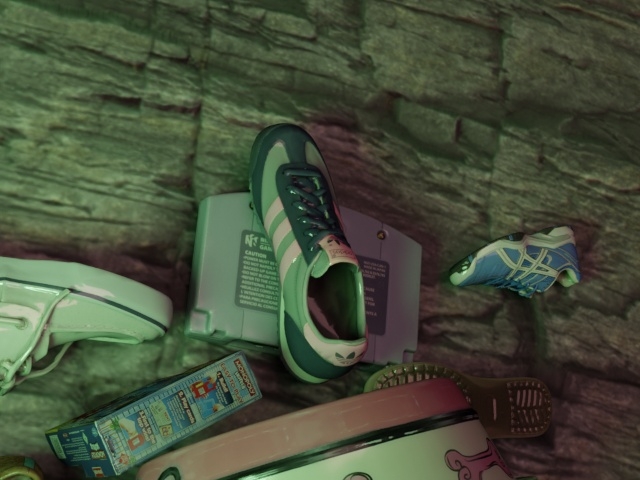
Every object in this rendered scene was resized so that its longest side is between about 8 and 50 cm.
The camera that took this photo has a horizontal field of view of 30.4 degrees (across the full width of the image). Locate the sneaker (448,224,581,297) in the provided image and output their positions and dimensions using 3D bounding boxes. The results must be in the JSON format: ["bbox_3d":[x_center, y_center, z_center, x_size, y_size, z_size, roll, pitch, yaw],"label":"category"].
[{"bbox_3d":[0.267,0.035,1.575,0.211,0.080,0.081,-12,77,-27],"label":"sneaker"}]

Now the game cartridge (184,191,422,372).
[{"bbox_3d":[-0.015,0.047,1.451,0.297,0.062,0.198,13,65,-22],"label":"game cartridge"}]

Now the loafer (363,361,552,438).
[{"bbox_3d":[0.161,0.208,1.461,0.269,0.092,0.101,10,74,-27],"label":"loafer"}]

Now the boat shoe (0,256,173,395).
[{"bbox_3d":[-0.340,0.099,1.230,0.367,0.136,0.156,12,69,-20],"label":"boat shoe"}]

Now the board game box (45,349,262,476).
[{"bbox_3d":[-0.171,0.184,1.252,0.194,0.194,0.060,-22,90,-29],"label":"board game box"}]

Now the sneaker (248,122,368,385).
[{"bbox_3d":[0.000,0.000,1.368,0.112,0.131,0.318,-7,77,-27],"label":"sneaker"}]

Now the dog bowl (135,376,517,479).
[{"bbox_3d":[-0.005,0.255,1.191,0.408,0.408,0.150,-10,76,-28],"label":"dog bowl"}]

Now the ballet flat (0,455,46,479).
[{"bbox_3d":[-0.347,0.369,1.147,0.116,0.124,0.342,27,65,-15],"label":"ballet flat"}]

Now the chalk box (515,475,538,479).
[{"bbox_3d":[0.188,0.355,1.407,0.132,0.132,0.213,-7,78,-28],"label":"chalk box"}]
